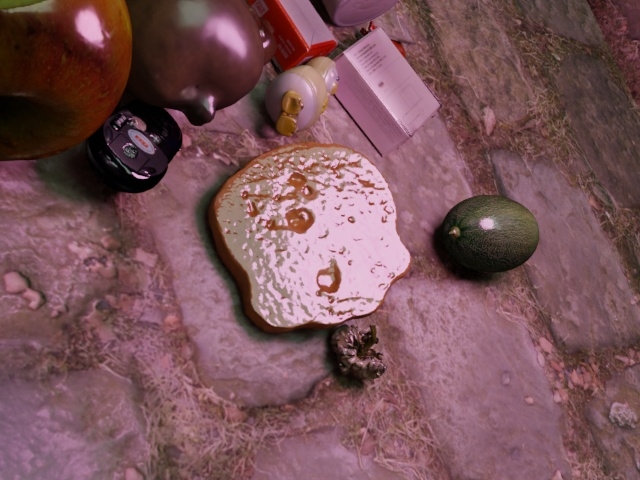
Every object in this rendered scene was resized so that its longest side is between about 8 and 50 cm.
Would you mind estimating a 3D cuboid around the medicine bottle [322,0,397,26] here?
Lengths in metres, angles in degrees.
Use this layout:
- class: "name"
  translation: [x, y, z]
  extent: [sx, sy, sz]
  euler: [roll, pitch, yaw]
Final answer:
- class: "medicine bottle"
  translation: [0.037, -0.723, 2.171]
  extent: [0.224, 0.224, 0.384]
  euler: [-11, 74, -48]

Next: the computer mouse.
- class: "computer mouse"
  translation: [-0.319, -0.152, 1.535]
  extent: [0.137, 0.096, 0.233]
  euler: [50, 28, -11]

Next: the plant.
- class: "plant"
  translation: [0.084, 0.196, 1.698]
  extent: [0.116, 0.122, 0.104]
  euler: [24, 38, -24]

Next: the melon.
- class: "melon"
  translation: [0.384, -0.016, 2.084]
  extent: [0.288, 0.182, 0.182]
  euler: [6, 61, -44]

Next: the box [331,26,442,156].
- class: "box"
  translation: [0.144, -0.351, 2.123]
  extent: [0.251, 0.106, 0.203]
  euler: [52, 41, -8]

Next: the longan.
- class: "longan"
  translation: [-0.235, -0.337, 1.557]
  extent: [0.300, 0.243, 0.300]
  euler: [11, 70, -34]

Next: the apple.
- class: "apple"
  translation: [-0.461, -0.308, 1.299]
  extent: [0.384, 0.374, 0.374]
  euler: [17, 53, -45]

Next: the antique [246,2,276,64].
- class: "antique"
  translation: [-0.176, -0.367, 1.802]
  extent: [0.143, 0.121, 0.257]
  euler: [47, 42, -12]

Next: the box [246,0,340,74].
- class: "box"
  translation: [-0.068, -0.466, 1.994]
  extent: [0.182, 0.099, 0.133]
  euler: [56, 37, 2]

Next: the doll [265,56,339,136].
- class: "doll"
  translation: [-0.021, -0.314, 1.914]
  extent: [0.117, 0.141, 0.296]
  euler: [21, 34, 18]

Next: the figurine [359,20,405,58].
- class: "figurine"
  translation: [0.159, -0.473, 2.246]
  extent: [0.140, 0.068, 0.075]
  euler: [29, 55, -32]

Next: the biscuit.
- class: "biscuit"
  translation: [-0.016, -0.012, 1.710]
  extent: [0.385, 0.062, 0.365]
  euler: [-17, 77, -30]
